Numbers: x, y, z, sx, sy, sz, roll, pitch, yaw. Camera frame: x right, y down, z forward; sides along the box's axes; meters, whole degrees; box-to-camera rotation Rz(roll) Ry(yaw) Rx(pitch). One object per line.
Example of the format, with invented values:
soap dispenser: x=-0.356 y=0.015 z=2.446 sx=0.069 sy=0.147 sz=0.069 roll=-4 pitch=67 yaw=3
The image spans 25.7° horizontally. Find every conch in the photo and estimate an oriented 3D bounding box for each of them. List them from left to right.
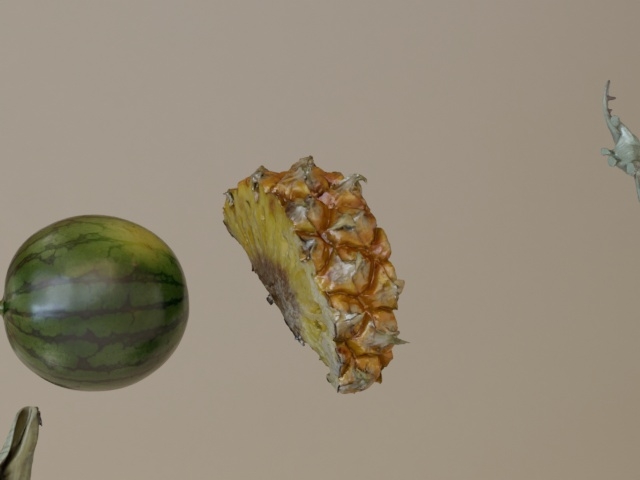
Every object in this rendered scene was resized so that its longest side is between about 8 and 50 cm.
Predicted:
conch: x=-0.384 y=0.321 z=1.611 sx=0.114 sy=0.234 sz=0.137 roll=-5 pitch=-169 yaw=34

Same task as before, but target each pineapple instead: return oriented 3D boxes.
pineapple: x=-0.001 y=0.000 z=1.125 sx=0.079 sy=0.233 sz=0.135 roll=-18 pitch=141 yaw=-22

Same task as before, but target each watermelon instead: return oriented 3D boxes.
watermelon: x=-0.198 y=0.048 z=1.105 sx=0.187 sy=0.141 sz=0.141 roll=2 pitch=171 yaw=-13

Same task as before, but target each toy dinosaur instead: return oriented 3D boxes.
toy dinosaur: x=0.392 y=-0.123 z=1.799 sx=0.039 sy=0.209 sz=0.082 roll=-35 pitch=137 yaw=30
